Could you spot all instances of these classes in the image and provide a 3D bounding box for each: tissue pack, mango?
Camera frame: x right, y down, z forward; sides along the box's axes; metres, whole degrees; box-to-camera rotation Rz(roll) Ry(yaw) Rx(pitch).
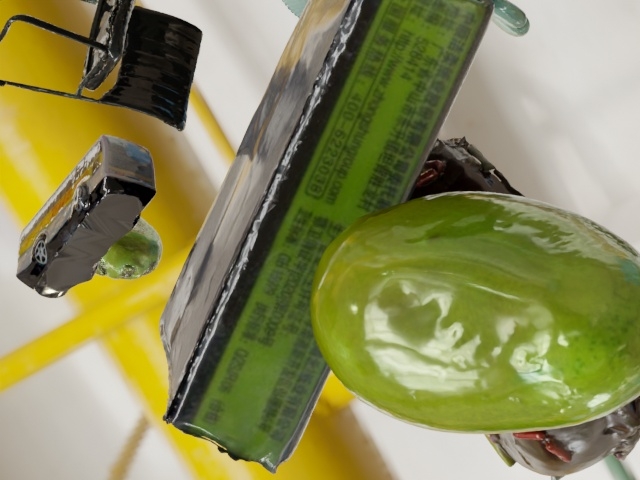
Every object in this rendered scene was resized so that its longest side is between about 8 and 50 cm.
[{"bbox_3d":[-0.003,-0.045,1.516,0.124,0.394,0.288,23,-169,-9],"label":"tissue pack"},{"bbox_3d":[0.120,0.048,1.281,0.185,0.273,0.149,-38,-57,-47],"label":"mango"}]

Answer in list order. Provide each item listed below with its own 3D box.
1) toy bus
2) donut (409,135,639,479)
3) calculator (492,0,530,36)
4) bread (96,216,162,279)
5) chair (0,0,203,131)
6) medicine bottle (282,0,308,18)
[{"bbox_3d":[-0.199,-0.020,1.591,0.057,0.172,0.072,17,-132,-28],"label":"toy bus"},{"bbox_3d":[0.155,0.061,1.648,0.345,0.136,0.259,52,175,6],"label":"donut"},{"bbox_3d":[0.088,-0.293,1.945,0.295,0.042,0.184,34,180,4],"label":"calculator"},{"bbox_3d":[-0.245,-0.003,2.131,0.139,0.071,0.130,28,-165,1],"label":"bread"},{"bbox_3d":[-0.208,-0.210,1.877,0.221,0.145,0.140,19,-116,-18],"label":"chair"},{"bbox_3d":[0.099,-0.355,2.244,0.158,0.318,0.158,4,-96,-43],"label":"medicine bottle"}]
